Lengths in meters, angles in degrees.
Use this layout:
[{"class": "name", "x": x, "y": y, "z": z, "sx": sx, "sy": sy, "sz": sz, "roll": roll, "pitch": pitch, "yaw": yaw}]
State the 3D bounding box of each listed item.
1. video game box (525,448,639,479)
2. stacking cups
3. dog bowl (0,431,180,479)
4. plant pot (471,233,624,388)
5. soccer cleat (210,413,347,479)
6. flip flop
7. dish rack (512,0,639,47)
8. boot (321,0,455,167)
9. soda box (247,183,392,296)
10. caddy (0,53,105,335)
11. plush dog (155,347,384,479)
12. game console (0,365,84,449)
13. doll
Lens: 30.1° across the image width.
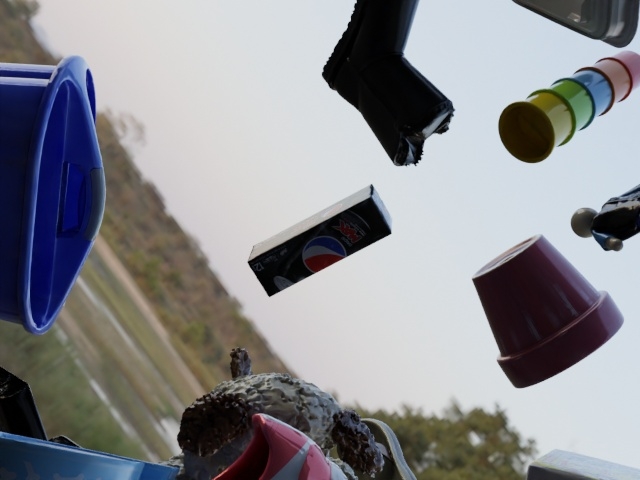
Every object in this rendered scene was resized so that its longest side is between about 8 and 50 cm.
[{"class": "video game box", "x": 0.302, "y": 0.249, "z": 1.151, "sx": 0.187, "sy": 0.048, "sz": 0.205, "roll": 13, "pitch": -2, "yaw": 19}, {"class": "stacking cups", "x": 0.394, "y": -0.215, "z": 1.776, "sx": 0.096, "sy": 0.316, "sz": 0.096, "roll": 26, "pitch": -49, "yaw": 34}, {"class": "dog bowl", "x": -0.216, "y": 0.201, "z": 0.961, "sx": 0.166, "sy": 0.074, "sz": 0.297, "roll": 10, "pitch": -12, "yaw": 7}, {"class": "plant pot", "x": 0.333, "y": 0.098, "z": 1.820, "sx": 0.180, "sy": 0.201, "sz": 0.201, "roll": 58, "pitch": -6, "yaw": 0}, {"class": "soccer cleat", "x": -0.117, "y": 0.294, "z": 1.058, "sx": 0.116, "sy": 0.318, "sz": 0.108, "roll": 48, "pitch": -9, "yaw": -24}, {"class": "flip flop", "x": 0.077, "y": 0.368, "z": 1.899, "sx": 0.080, "sy": 0.112, "sz": 0.277, "roll": 16, "pitch": 16, "yaw": -21}, {"class": "dish rack", "x": 0.362, "y": -0.455, "z": 1.796, "sx": 0.333, "sy": 0.072, "sz": 0.285, "roll": -131, "pitch": -147, "yaw": -57}, {"class": "boot", "x": 0.122, "y": -0.249, "z": 1.659, "sx": 0.094, "sy": 0.246, "sz": 0.207, "roll": -8, "pitch": 49, "yaw": -46}, {"class": "soda box", "x": 0.000, "y": 0.000, "z": 1.401, "sx": 0.053, "sy": 0.169, "sz": 0.060, "roll": 58, "pitch": 14, "yaw": -15}, {"class": "caddy", "x": -0.345, "y": -0.057, "z": 1.417, "sx": 0.241, "sy": 0.179, "sz": 0.341, "roll": -76, "pitch": 175, "yaw": -73}, {"class": "plush dog", "x": -0.056, "y": 0.210, "z": 1.327, "sx": 0.225, "sy": 0.262, "sz": 0.210, "roll": 144, "pitch": -52, "yaw": -65}, {"class": "game console", "x": -0.264, "y": 0.262, "z": 1.244, "sx": 0.361, "sy": 0.044, "sz": 0.213, "roll": 19, "pitch": -51, "yaw": 47}, {"class": "doll", "x": 0.368, "y": -0.036, "z": 1.370, "sx": 0.189, "sy": 0.129, "sz": 0.046, "roll": -20, "pitch": -66, "yaw": 49}]
